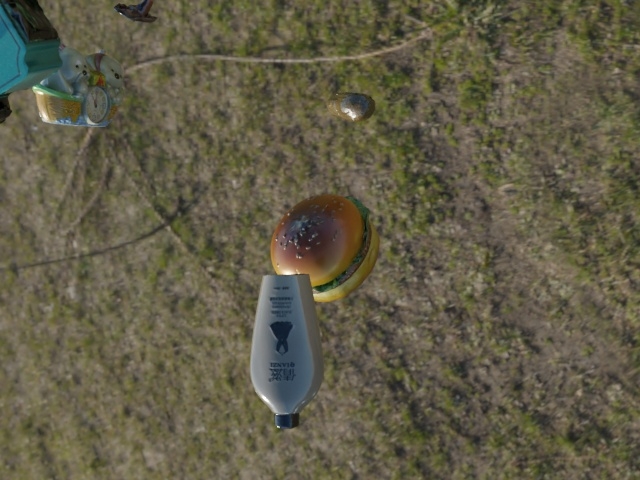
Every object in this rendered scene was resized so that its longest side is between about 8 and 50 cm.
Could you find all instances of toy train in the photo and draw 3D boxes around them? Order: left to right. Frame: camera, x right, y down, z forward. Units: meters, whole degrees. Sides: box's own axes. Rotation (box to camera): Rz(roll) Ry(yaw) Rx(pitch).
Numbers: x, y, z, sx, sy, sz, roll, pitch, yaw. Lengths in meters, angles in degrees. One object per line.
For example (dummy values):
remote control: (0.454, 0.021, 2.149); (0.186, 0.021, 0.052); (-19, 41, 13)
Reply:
toy train: (-0.393, -0.239, 0.900); (0.154, 0.107, 0.198); (-26, 101, 19)

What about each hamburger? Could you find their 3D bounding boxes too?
hamburger: (-0.001, 0.001, 1.692); (0.246, 0.170, 0.246); (-20, 51, 27)

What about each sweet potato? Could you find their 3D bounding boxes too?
sweet potato: (0.060, -0.299, 1.755); (0.233, 0.081, 0.062); (-136, 56, -72)

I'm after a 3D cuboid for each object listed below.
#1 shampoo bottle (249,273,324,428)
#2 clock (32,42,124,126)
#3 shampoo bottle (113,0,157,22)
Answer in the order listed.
shampoo bottle: (-0.057, 0.185, 1.323); (0.127, 0.078, 0.257); (-2, 88, 8)
clock: (-0.438, -0.283, 1.452); (0.103, 0.231, 0.144); (12, 100, 20)
shampoo bottle: (-0.157, -0.386, 0.963); (0.071, 0.153, 0.284); (28, 92, 0)
